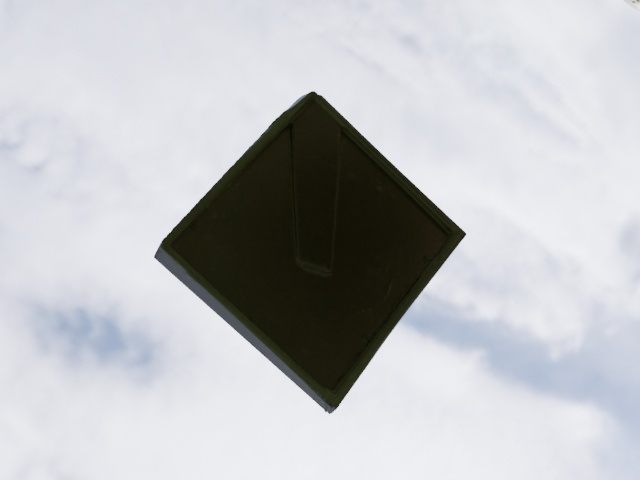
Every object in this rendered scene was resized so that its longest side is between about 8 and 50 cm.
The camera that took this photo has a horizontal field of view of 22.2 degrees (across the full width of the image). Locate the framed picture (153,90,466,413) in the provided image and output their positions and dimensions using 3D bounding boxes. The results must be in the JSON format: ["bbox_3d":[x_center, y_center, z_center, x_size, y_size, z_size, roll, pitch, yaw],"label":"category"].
[{"bbox_3d":[0.000,0.000,1.318,0.189,0.023,0.260,42,-137,-2],"label":"framed picture"}]

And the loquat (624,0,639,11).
[{"bbox_3d":[0.322,-0.287,1.339,0.235,0.235,0.235,18,-131,-21],"label":"loquat"}]
